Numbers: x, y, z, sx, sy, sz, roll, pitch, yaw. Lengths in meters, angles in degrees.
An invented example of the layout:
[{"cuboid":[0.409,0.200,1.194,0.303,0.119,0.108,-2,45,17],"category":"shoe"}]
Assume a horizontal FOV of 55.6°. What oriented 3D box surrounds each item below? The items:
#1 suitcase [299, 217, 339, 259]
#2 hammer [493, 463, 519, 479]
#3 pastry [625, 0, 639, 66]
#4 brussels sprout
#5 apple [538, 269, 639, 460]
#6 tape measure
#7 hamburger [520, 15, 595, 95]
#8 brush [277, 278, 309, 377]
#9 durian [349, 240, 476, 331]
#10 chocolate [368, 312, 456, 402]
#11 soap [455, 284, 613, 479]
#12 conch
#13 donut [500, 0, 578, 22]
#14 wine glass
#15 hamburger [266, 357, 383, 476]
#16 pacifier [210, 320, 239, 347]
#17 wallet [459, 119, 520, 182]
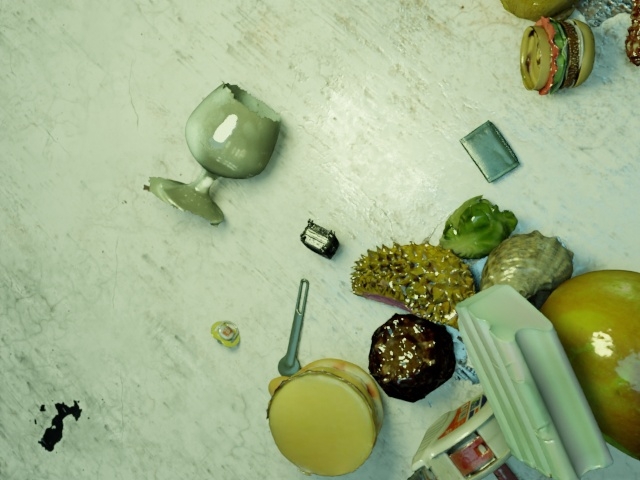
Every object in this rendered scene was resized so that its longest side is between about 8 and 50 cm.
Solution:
[{"cuboid":[0.000,0.000,1.507,0.086,0.126,0.059,29,84,14],"category":"suitcase"},{"cuboid":[0.442,0.564,1.436,0.043,0.043,0.083,-40,82,14],"category":"hammer"},{"cuboid":[0.719,-0.474,1.287,0.115,0.097,0.209,14,94,6],"category":"pastry"},{"cuboid":[0.363,-0.019,1.414,0.181,0.100,0.139,-37,97,10],"category":"brussels sprout"},{"cuboid":[0.612,0.250,1.247,0.374,0.374,0.384,5,132,17],"category":"apple"},{"cuboid":[0.331,0.452,1.350,0.265,0.258,0.130,-38,79,15],"category":"tape measure"},{"cuboid":[0.520,-0.402,1.318,0.136,0.175,0.175,-5,90,5],"category":"hamburger"},{"cuboid":[-0.061,0.230,1.589,0.062,0.027,0.266,11,91,16],"category":"brush"},{"cuboid":[0.208,0.091,1.423,0.341,0.112,0.191,19,105,34],"category":"durian"},{"cuboid":[0.200,0.283,1.429,0.224,0.177,0.206,-38,81,13],"category":"chocolate"},{"cuboid":[0.385,0.261,1.149,0.115,0.208,0.347,-24,90,-11],"category":"soap"},{"cuboid":[0.430,0.086,1.349,0.291,0.210,0.159,-26,57,-22],"category":"conch"},{"cuboid":[0.497,-0.617,1.331,0.208,0.128,0.261,21,96,16],"category":"donut"},{"cuboid":[-0.254,-0.221,1.525,0.238,0.238,0.323,38,105,12],"category":"wine glass"},{"cuboid":[0.001,0.422,1.488,0.302,0.186,0.261,-7,93,12],"category":"hamburger"},{"cuboid":[-0.259,0.255,1.639,0.083,0.068,0.064,36,136,-2],"category":"pacifier"},{"cuboid":[0.398,-0.209,1.427,0.088,0.026,0.129,-34,81,11],"category":"wallet"}]
